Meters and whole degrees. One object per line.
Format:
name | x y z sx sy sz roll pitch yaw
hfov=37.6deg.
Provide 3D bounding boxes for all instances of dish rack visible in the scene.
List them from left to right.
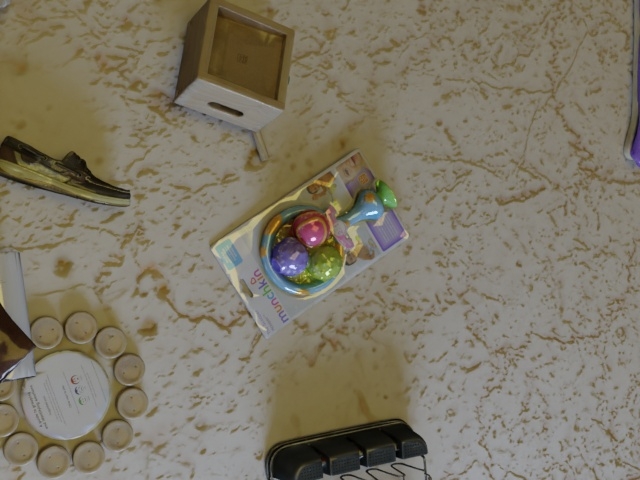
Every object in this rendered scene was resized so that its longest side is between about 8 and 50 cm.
dish rack | 0.049 0.374 1.166 0.208 0.074 0.272 -6 93 -24

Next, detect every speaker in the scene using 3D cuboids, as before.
speaker | -0.335 0.080 0.988 0.055 0.055 0.136 -7 84 -26

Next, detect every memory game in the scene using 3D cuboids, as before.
memory game | -0.281 0.172 1.044 0.186 0.012 0.186 1 88 -26

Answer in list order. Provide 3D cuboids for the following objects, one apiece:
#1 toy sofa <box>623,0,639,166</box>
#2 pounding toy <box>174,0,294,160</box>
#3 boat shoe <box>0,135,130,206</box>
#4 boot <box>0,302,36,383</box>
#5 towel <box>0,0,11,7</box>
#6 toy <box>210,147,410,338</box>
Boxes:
toy sofa | 0.573 -0.274 1.392 0.177 0.150 0.363 5 86 -27
pounding toy | -0.095 -0.186 1.110 0.141 0.100 0.130 18 67 -27
boat shoe | -0.278 -0.074 1.029 0.152 0.056 0.049 16 87 -24
boot | -0.358 0.035 0.942 0.207 0.090 0.248 43 91 -2
towel | -0.416 -0.283 0.885 0.187 0.049 0.282 64 22 -10
toy | 0.000 0.000 1.160 0.237 0.056 0.137 -35 102 -22
